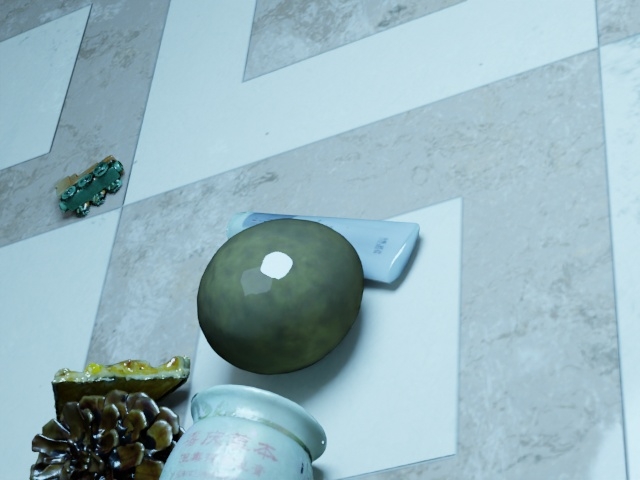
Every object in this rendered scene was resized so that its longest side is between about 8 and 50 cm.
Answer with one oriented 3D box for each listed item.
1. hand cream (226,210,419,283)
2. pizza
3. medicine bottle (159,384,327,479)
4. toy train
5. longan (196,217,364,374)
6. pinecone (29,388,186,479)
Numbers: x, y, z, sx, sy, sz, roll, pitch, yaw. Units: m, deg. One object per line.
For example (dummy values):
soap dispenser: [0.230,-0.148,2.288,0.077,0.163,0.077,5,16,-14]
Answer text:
hand cream: [0.000,0.000,1.581,0.255,0.048,0.079,9,64,39]
pizza: [-0.252,0.168,1.524,0.184,0.176,0.036,-34,61,23]
medicine bottle: [-0.077,0.229,1.345,0.147,0.147,0.143,-7,48,33]
toy train: [-0.312,-0.079,1.895,0.103,0.044,0.064,-35,30,5]
longan: [-0.043,0.058,1.482,0.185,0.159,0.204,-29,0,-10]
pinecone: [-0.223,0.230,1.434,0.163,0.165,0.163,-6,75,22]
